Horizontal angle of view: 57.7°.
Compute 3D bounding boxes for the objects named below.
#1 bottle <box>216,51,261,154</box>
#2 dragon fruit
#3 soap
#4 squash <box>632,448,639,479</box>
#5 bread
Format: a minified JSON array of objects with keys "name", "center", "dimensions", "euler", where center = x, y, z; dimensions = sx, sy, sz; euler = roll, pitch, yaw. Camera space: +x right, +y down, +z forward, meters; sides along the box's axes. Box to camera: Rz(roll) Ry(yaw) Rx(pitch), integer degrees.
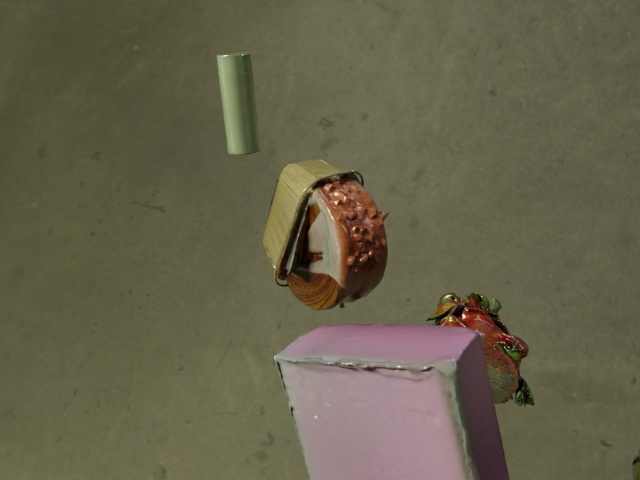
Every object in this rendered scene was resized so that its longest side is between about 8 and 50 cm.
[{"name":"bottle","center":[-0.169,-0.283,1.206],"dimensions":[0.072,0.072,0.201],"euler":[9,115,31]},{"name":"dragon fruit","center":[0.204,0.132,0.770],"dimensions":[0.138,0.142,0.175],"euler":[-34,31,36]},{"name":"soap","center":[0.076,0.209,0.534],"dimensions":[0.181,0.081,0.259],"euler":[-7,105,37]},{"name":"squash","center":[0.434,0.273,0.711],"dimensions":[0.087,0.332,0.087],"euler":[0,90,36]},{"name":"bread","center":[0.000,0.000,0.877],"dimensions":[0.212,0.143,0.224],"euler":[52,139,35]}]
